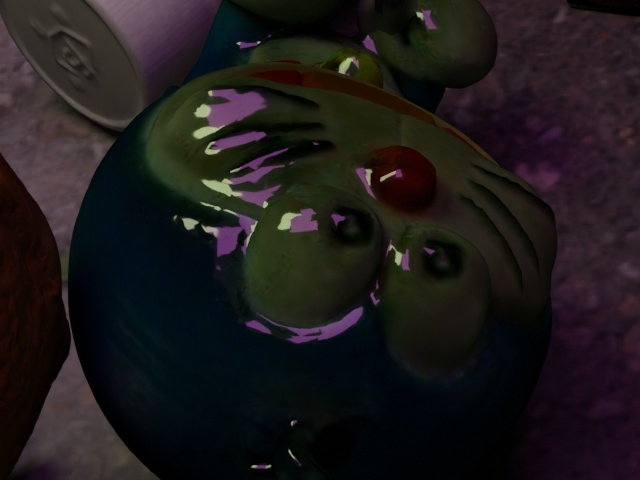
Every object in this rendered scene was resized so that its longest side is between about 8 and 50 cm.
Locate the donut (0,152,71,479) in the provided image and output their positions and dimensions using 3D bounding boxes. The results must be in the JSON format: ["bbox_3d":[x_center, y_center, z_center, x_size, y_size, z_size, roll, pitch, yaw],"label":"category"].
[{"bbox_3d":[-0.203,0.021,0.652,0.226,0.226,0.114,0,48,14],"label":"donut"}]

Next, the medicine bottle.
[{"bbox_3d":[-0.054,-0.172,0.957,0.139,0.139,0.237,26,60,32],"label":"medicine bottle"}]

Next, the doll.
[{"bbox_3d":[-0.001,0.000,0.753,0.198,0.186,0.322,22,30,-7],"label":"doll"}]

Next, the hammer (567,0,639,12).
[{"bbox_3d":[0.148,-0.222,1.023,0.137,0.037,0.290,-27,48,-15],"label":"hammer"}]
